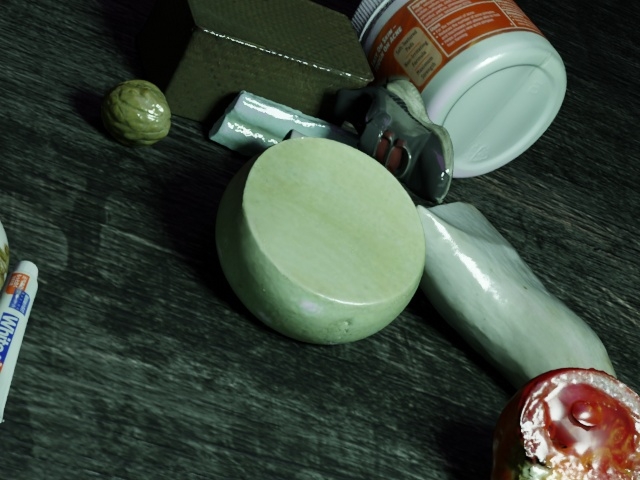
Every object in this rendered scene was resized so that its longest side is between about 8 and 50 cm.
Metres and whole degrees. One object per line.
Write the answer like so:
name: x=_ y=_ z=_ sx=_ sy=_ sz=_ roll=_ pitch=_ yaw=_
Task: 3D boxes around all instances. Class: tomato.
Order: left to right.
tomato: x=0.273 y=0.263 z=1.716 sx=0.200 sy=0.139 sz=0.233 roll=10 pitch=71 yaw=-22

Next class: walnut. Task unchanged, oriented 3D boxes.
walnut: x=-0.225 y=-0.156 z=1.907 sx=0.092 sy=0.092 sz=0.092 roll=24 pitch=31 yaw=-16

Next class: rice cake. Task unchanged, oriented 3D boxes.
rice cake: x=-0.031 y=-0.129 z=2.052 sx=0.226 sy=0.085 sz=0.040 roll=20 pitch=25 yaw=-21

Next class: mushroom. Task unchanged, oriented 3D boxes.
mushroom: x=0.253 y=0.122 z=1.903 sx=0.397 sy=0.126 sz=0.177 roll=48 pitch=16 yaw=16

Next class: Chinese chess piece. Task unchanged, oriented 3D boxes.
Chinese chess piece: x=0.000 y=0.000 z=1.809 sx=0.250 sy=0.101 sz=0.250 roll=15 pitch=53 yaw=-21

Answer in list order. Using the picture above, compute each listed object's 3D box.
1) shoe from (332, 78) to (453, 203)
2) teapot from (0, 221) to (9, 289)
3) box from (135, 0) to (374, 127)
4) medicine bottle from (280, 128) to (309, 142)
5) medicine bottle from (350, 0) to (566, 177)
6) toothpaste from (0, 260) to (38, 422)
shoe: x=0.091 y=-0.128 z=2.001 sx=0.112 sy=0.099 sz=0.227 roll=3 pitch=36 yaw=-22
teapot: x=-0.395 y=-0.017 z=1.482 sx=0.204 sy=0.139 sz=0.298 roll=0 pitch=44 yaw=-40
box: x=-0.090 y=-0.246 z=2.106 sx=0.273 sy=0.143 sz=0.184 roll=15 pitch=35 yaw=-28
medicine bottle: x=0.013 y=-0.058 z=1.968 sx=0.168 sy=0.105 sz=0.105 roll=28 pitch=30 yaw=-10
medicine bottle: x=0.198 y=-0.254 z=2.283 sx=0.252 sy=0.252 sz=0.241 roll=4 pitch=41 yaw=-40
toothpaste: x=-0.308 y=0.095 z=1.512 sx=0.052 sy=0.033 sz=0.218 roll=22 pitch=36 yaw=-11
